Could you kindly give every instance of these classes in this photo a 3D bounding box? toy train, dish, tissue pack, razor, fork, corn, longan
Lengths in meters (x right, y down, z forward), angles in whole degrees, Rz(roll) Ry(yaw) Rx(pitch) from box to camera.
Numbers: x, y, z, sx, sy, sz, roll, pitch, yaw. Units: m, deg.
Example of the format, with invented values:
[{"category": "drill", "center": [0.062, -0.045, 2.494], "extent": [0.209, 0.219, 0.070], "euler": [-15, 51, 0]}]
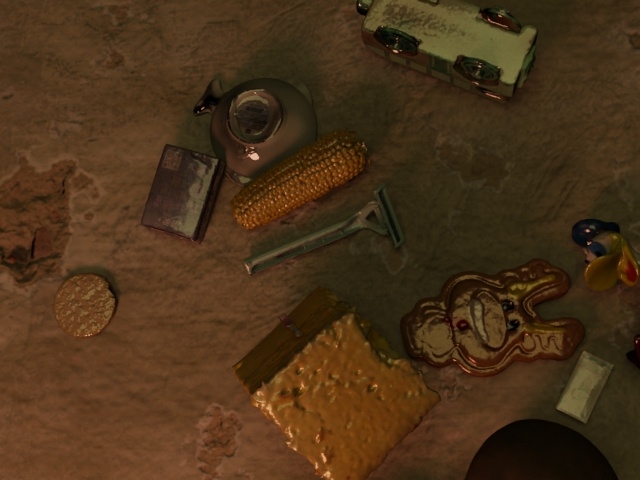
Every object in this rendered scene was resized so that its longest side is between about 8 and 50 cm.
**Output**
[{"category": "toy train", "center": [0.218, -0.354, 1.883], "extent": [0.326, 0.159, 0.129], "euler": [22, 81, 10]}, {"category": "dish", "center": [-0.121, -0.217, 1.933], "extent": [0.246, 0.078, 0.224], "euler": [30, 82, 15]}, {"category": "tissue pack", "center": [0.428, 0.237, 1.755], "extent": [0.056, 0.023, 0.108], "euler": [25, 80, 14]}, {"category": "razor", "center": [-0.001, -0.003, 1.874], "extent": [0.277, 0.056, 0.111], "euler": [-19, 109, 8]}, {"category": "fork", "center": [-0.043, 0.131, 1.641], "extent": [0.016, 0.115, 0.012], "euler": [-44, 109, -5]}, {"category": "corn", "center": [-0.036, -0.105, 1.884], "extent": [0.260, 0.091, 0.091], "euler": [-31, 94, 2]}, {"category": "longan", "center": [0.333, 0.399, 1.619], "extent": [0.258, 0.258, 0.258], "euler": [-2, 74, 8]}, {"category": "tissue pack", "center": [-0.245, -0.083, 1.920], "extent": [0.112, 0.051, 0.156], "euler": [16, 86, 15]}]

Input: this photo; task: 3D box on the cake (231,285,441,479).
[{"category": "cake", "center": [0.011, 0.220, 1.709], "extent": [0.227, 0.286, 0.222], "euler": [-42, 103, -7]}]

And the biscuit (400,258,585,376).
[{"category": "biscuit", "center": [0.281, 0.135, 1.796], "extent": [0.295, 0.044, 0.186], "euler": [-16, 71, 3]}]

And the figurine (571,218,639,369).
[{"category": "figurine", "center": [0.549, 0.071, 1.739], "extent": [0.338, 0.204, 0.284], "euler": [29, 87, 27]}]

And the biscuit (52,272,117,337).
[{"category": "biscuit", "center": [-0.418, 0.114, 1.916], "extent": [0.120, 0.015, 0.120], "euler": [-2, 75, 8]}]
